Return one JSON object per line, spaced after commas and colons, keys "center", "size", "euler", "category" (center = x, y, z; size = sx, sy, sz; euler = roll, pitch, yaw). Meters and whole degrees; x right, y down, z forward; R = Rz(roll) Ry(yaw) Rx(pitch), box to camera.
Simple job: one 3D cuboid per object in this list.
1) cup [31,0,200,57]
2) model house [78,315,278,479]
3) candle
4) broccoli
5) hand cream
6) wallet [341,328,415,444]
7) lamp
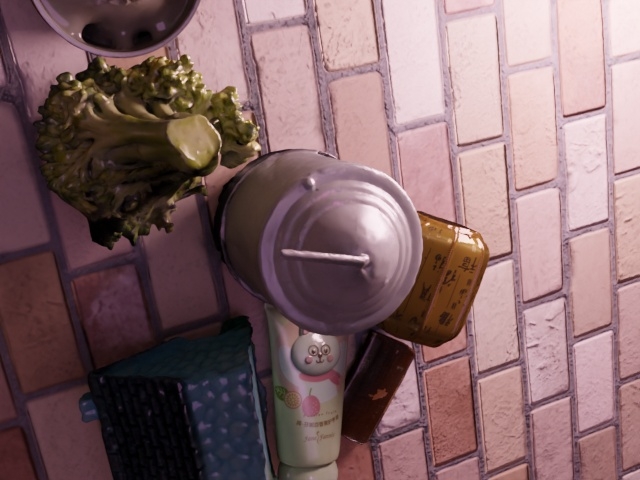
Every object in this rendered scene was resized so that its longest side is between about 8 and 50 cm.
{"center": [-0.216, -0.299, 0.944], "size": [0.241, 0.226, 0.185], "euler": [2, 103, -25], "category": "cup"}
{"center": [-0.186, 0.265, 1.154], "size": [0.241, 0.226, 0.261], "euler": [-10, 106, -5], "category": "model house"}
{"center": [0.000, 0.000, 1.067], "size": [0.221, 0.342, 0.221], "euler": [-4, 102, -20], "category": "candle"}
{"center": [-0.191, -0.101, 1.000], "size": [0.263, 0.243, 0.247], "euler": [18, 84, -32], "category": "broccoli"}
{"center": [-0.018, 0.228, 1.272], "size": [0.147, 0.093, 0.305], "euler": [-3, 96, -25], "category": "hand cream"}
{"center": [0.075, 0.233, 1.339], "size": [0.095, 0.026, 0.176], "euler": [25, 94, -22], "category": "wallet"}
{"center": [0.158, 0.057, 1.254], "size": [0.161, 0.161, 0.185], "euler": [14, 98, -26], "category": "lamp"}
